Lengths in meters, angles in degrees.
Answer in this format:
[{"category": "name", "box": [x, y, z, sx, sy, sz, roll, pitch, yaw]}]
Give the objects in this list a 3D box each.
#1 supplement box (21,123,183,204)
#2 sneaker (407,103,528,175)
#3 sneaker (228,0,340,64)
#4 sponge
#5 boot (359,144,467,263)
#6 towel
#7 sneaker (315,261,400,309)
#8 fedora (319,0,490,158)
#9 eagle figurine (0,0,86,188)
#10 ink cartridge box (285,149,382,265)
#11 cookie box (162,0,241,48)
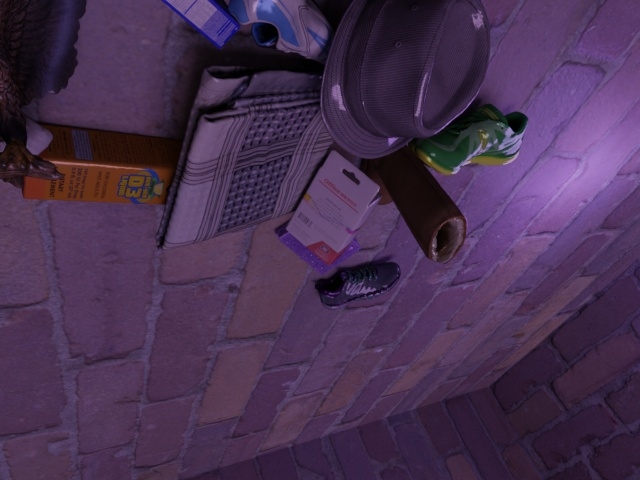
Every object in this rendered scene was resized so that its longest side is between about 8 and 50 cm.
[{"category": "supplement box", "box": [-0.299, -0.106, 0.714, 0.233, 0.080, 0.078, -2, 140, -36]}, {"category": "sneaker", "box": [0.286, -0.206, 0.948, 0.295, 0.109, 0.123, -14, 137, -32]}, {"category": "sneaker", "box": [-0.037, -0.271, 0.619, 0.086, 0.085, 0.237, -38, 167, 17]}, {"category": "sponge", "box": [0.000, 0.000, 1.089, 0.117, 0.031, 0.210, -33, 144, 9]}, {"category": "boot", "box": [0.158, -0.064, 0.892, 0.089, 0.269, 0.236, -24, 146, -3]}, {"category": "towel", "box": [-0.086, -0.126, 0.767, 0.312, 0.056, 0.324, -19, 150, -42]}, {"category": "sneaker", "box": [0.098, 0.104, 1.249, 0.223, 0.083, 0.098, -25, 141, 0]}, {"category": "fedora", "box": [0.135, -0.233, 0.665, 0.243, 0.124, 0.275, 31, 88, -46]}, {"category": "eagle figurine", "box": [-0.340, -0.202, 0.474, 0.225, 0.298, 0.226, -5, -177, 20]}, {"category": "ink cartridge box", "box": [0.032, -0.065, 0.906, 0.067, 0.115, 0.198, -36, 163, -52]}, {"category": "cookie box", "box": [-0.153, -0.284, 0.559, 0.040, 0.092, 0.107, -41, 142, 16]}]
